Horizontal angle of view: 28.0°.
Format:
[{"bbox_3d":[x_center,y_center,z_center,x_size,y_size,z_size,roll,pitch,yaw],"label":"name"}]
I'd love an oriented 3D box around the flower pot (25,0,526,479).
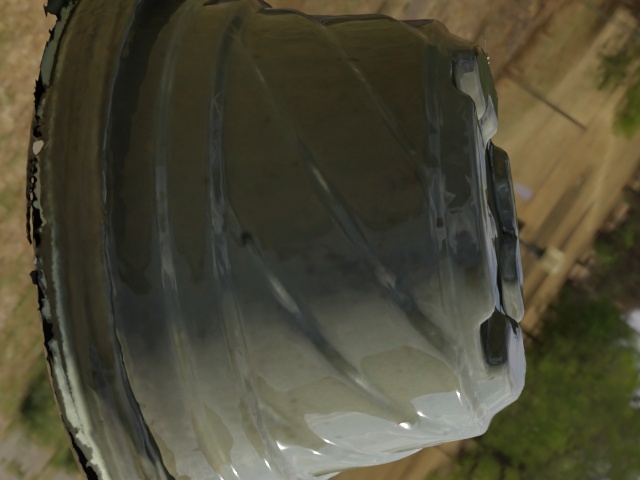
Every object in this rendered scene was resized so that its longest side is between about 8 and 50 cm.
[{"bbox_3d":[0.000,0.000,0.479,0.235,0.141,0.235,-6,90,-78],"label":"flower pot"}]
